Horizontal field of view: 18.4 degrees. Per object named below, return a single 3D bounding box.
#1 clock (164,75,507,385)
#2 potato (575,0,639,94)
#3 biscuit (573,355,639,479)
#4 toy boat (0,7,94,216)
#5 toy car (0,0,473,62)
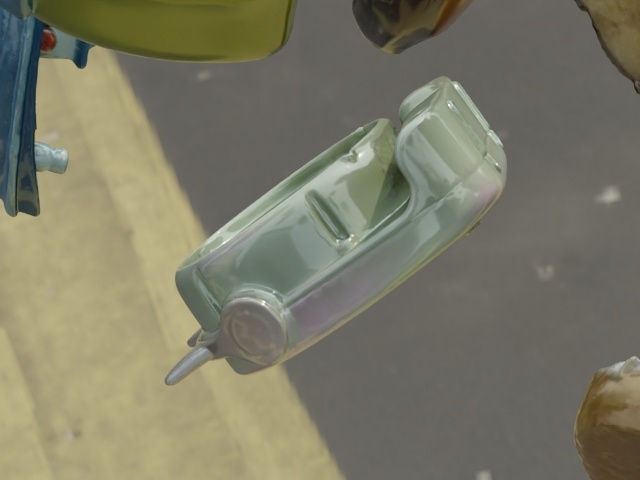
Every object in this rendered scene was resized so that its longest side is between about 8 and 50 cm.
[{"bbox_3d":[0.000,0.000,1.616,0.324,0.109,0.265,-36,7,10],"label":"clock"},{"bbox_3d":[0.299,-0.221,1.343,0.242,0.285,0.242,-29,12,7],"label":"potato"},{"bbox_3d":[0.281,0.120,0.992,0.343,0.287,0.057,6,61,39],"label":"biscuit"},{"bbox_3d":[-0.211,-0.127,1.462,0.098,0.238,0.109,4,24,-22],"label":"toy boat"},{"bbox_3d":[-0.010,-0.170,0.489,0.200,0.142,0.248,32,62,9],"label":"toy car"}]
